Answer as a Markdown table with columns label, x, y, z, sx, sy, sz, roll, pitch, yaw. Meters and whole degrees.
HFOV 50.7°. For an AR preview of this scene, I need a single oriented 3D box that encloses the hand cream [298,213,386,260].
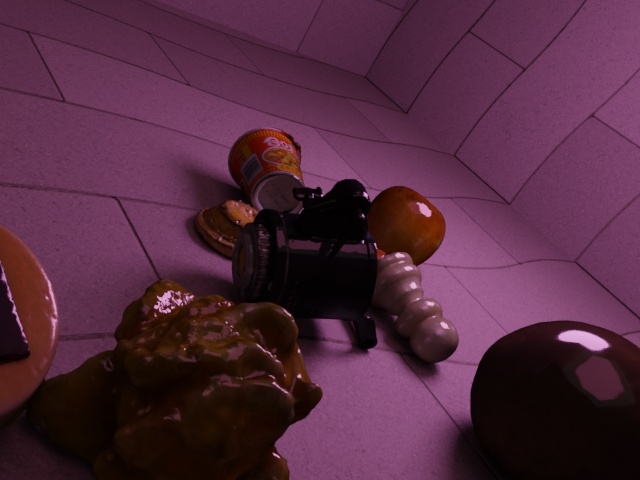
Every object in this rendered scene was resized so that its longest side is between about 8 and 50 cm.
| label | x | y | z | sx | sy | sz | roll | pitch | yaw |
| --- | --- | --- | --- | --- | --- | --- | --- | --- | --- |
| hand cream | 0.000 | 0.000 | 1.630 | 0.314 | 0.089 | 0.139 | 23 | 23 | 5 |

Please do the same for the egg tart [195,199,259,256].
| label | x | y | z | sx | sy | sz | roll | pitch | yaw |
| --- | --- | --- | --- | --- | --- | --- | --- | --- | --- |
| egg tart | -0.180 | -0.032 | 1.485 | 0.191 | 0.074 | 0.191 | 26 | 22 | -11 |

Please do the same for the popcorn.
| label | x | y | z | sx | sy | sz | roll | pitch | yaw |
| --- | --- | --- | --- | --- | --- | --- | --- | --- | --- |
| popcorn | -0.167 | 0.177 | 0.853 | 0.321 | 0.290 | 0.325 | 19 | 45 | -30 |

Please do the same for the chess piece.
| label | x | y | z | sx | sy | sz | roll | pitch | yaw |
| --- | --- | --- | --- | --- | --- | --- | --- | --- | --- |
| chess piece | 0.207 | 0.162 | 1.506 | 0.144 | 0.144 | 0.251 | 5 | 41 | -45 |

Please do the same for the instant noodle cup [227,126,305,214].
| label | x | y | z | sx | sy | sz | roll | pitch | yaw |
| --- | --- | --- | --- | --- | --- | --- | --- | --- | --- |
| instant noodle cup | -0.115 | -0.150 | 1.626 | 0.193 | 0.193 | 0.212 | 19 | 23 | -25 |

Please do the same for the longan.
| label | x | y | z | sx | sy | sz | roll | pitch | yaw |
| --- | --- | --- | --- | --- | --- | --- | --- | --- | --- |
| longan | 0.474 | 0.325 | 1.256 | 0.405 | 0.336 | 0.404 | 24 | -13 | 6 |

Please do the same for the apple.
| label | x | y | z | sx | sy | sz | roll | pitch | yaw |
| --- | --- | --- | --- | --- | --- | --- | --- | --- | --- |
| apple | 0.215 | -0.032 | 1.820 | 0.237 | 0.207 | 0.237 | 39 | 7 | -6 |

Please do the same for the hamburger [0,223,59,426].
| label | x | y | z | sx | sy | sz | roll | pitch | yaw |
| --- | --- | --- | --- | --- | --- | --- | --- | --- | --- |
| hamburger | -0.436 | 0.100 | 0.735 | 0.302 | 0.170 | 0.302 | 37 | 38 | -36 |

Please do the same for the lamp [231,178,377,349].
| label | x | y | z | sx | sy | sz | roll | pitch | yaw |
| --- | --- | --- | --- | --- | --- | --- | --- | --- | --- |
| lamp | -0.034 | 0.056 | 1.308 | 0.272 | 0.374 | 0.205 | -9 | 43 | -8 |
